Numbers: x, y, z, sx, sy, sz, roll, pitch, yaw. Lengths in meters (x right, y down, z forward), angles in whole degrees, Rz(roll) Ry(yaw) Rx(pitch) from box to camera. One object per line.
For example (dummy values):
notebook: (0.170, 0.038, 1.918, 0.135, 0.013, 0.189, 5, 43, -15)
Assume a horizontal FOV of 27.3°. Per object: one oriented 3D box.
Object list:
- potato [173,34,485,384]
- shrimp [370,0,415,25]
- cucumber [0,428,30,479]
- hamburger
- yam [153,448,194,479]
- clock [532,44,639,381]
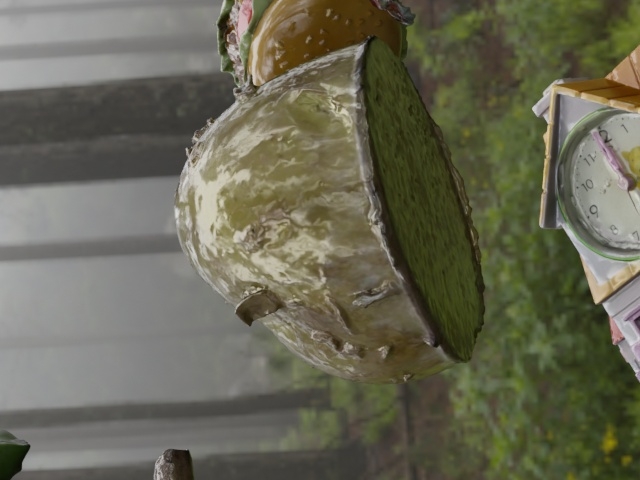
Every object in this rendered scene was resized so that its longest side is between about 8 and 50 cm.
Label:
potato: (0.000, 0.000, 1.613, 0.442, 0.320, 0.385, 49, -147, -48)
shrimp: (0.176, -0.426, 1.705, 0.410, 0.166, 0.221, -40, -44, -26)
cucumber: (-0.301, 0.093, 0.886, 0.130, 0.191, 0.191, -4, 89, 52)
hamburger: (-0.006, -0.284, 1.878, 0.212, 0.275, 0.274, -129, 29, -56)
yam: (-0.126, 0.328, 1.266, 0.046, 0.046, 0.263, 79, 180, -68)
clock: (0.300, -0.039, 1.082, 0.235, 0.166, 0.309, -47, 64, 40)
